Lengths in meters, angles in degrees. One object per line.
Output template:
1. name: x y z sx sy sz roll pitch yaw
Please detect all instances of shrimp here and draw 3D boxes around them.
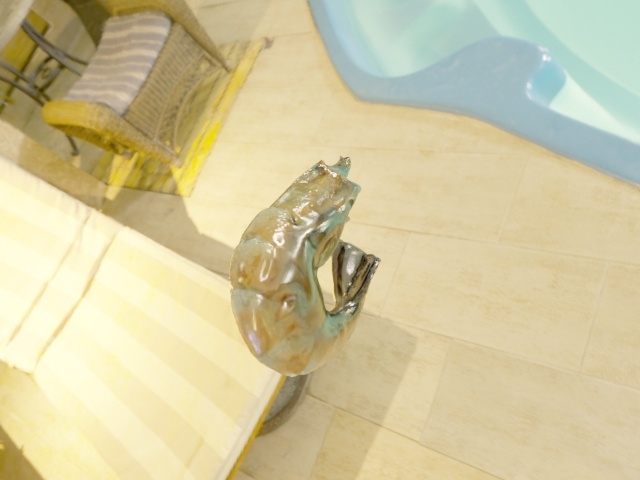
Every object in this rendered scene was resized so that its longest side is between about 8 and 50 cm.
1. shrimp: 0.007 0.015 0.517 0.059 0.145 0.254 -19 19 33
